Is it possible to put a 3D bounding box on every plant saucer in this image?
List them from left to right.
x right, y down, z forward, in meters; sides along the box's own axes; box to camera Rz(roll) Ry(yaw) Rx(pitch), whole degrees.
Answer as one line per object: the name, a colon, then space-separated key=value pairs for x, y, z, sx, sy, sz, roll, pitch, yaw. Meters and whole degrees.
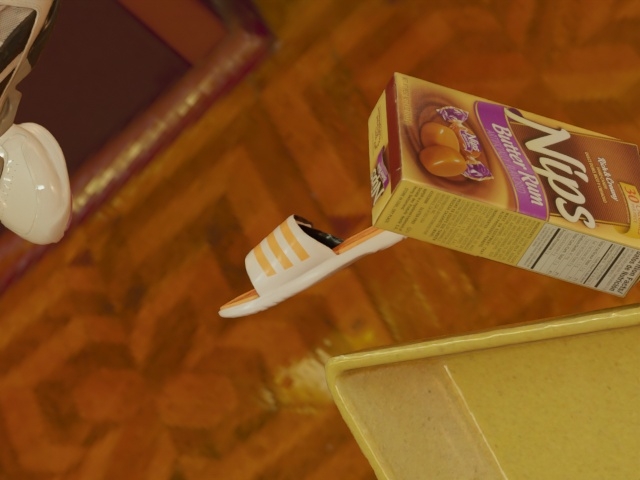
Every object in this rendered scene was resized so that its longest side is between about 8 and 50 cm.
plant saucer: x=0.214 y=0.162 z=1.130 sx=0.333 sy=0.333 sz=0.081 roll=-11 pitch=27 yaw=38

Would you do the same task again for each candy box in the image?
candy box: x=0.127 y=-0.038 z=1.247 sx=0.109 sy=0.187 sz=0.053 roll=-92 pitch=24 yaw=-45

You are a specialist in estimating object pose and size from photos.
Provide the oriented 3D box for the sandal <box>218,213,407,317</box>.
sandal: x=0.001 y=-0.001 z=1.991 sx=0.265 sy=0.076 sz=0.102 roll=-28 pitch=4 yaw=4

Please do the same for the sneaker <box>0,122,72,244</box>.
sneaker: x=-0.364 y=-0.090 z=1.856 sx=0.305 sy=0.152 sz=0.114 roll=43 pitch=130 yaw=30

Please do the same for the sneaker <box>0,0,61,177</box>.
sneaker: x=-0.296 y=-0.155 z=1.425 sx=0.122 sy=0.146 sz=0.330 roll=27 pitch=111 yaw=31
